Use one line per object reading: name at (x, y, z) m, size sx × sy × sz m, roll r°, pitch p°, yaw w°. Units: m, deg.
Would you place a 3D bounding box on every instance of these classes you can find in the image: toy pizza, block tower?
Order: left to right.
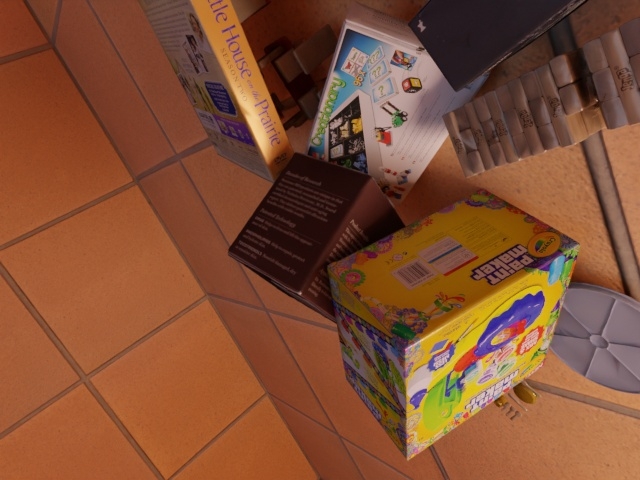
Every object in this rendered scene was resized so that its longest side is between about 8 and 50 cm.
block tower at (0.285, -0.156, 0.461) m, size 0.336 × 0.097 × 0.090 m, roll -13°, pitch 101°, yaw 60°
toy pizza at (0.418, 0.140, 0.670) m, size 0.201 × 0.032 × 0.201 m, roll 39°, pitch 151°, yaw 27°

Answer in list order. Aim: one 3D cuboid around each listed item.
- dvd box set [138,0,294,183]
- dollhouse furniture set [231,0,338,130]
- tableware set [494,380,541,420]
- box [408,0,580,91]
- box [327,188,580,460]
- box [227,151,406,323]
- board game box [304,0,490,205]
dvd box set at (-0.201, -0.319, 0.788) m, size 0.308 × 0.062 × 0.420 m, roll 31°, pitch 151°, yaw 53°
dollhouse furniture set at (-0.073, -0.339, 0.823) m, size 0.262 × 0.135 × 0.259 m, roll 7°, pitch 139°, yaw 53°
tableware set at (0.379, 0.297, 0.916) m, size 0.104 × 0.024 × 0.154 m, roll 42°, pitch 151°, yaw 27°
box at (0.200, -0.247, 0.440) m, size 0.093 × 0.158 × 0.156 m, roll 55°, pitch 152°, yaw -2°
box at (0.191, 0.122, 0.690) m, size 0.177 × 0.290 × 0.279 m, roll 45°, pitch 154°, yaw 45°
box at (0.000, 0.000, 0.735) m, size 0.167 × 0.203 × 0.168 m, roll 24°, pitch 167°, yaw 38°
board game box at (0.091, -0.181, 0.692) m, size 0.193 × 0.053 × 0.305 m, roll 19°, pitch 149°, yaw -4°
